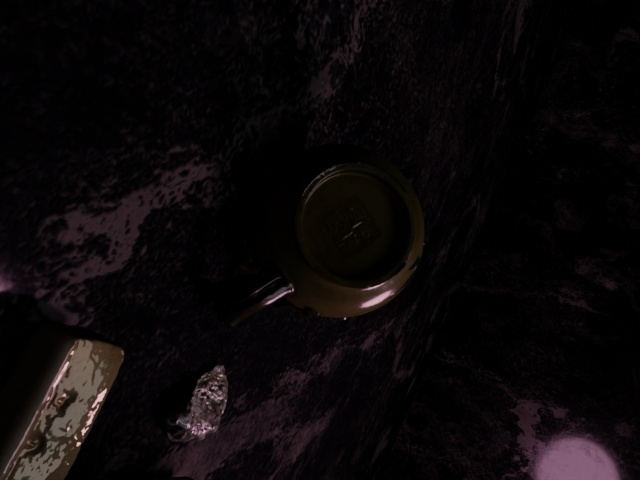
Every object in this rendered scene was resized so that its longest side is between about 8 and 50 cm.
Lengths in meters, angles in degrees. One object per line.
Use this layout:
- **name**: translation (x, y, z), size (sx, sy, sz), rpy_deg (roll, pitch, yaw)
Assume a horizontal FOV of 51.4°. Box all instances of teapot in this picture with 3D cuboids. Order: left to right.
- **teapot**: translation (0.000, 0.000, 0.691), size (0.269, 0.173, 0.182), rpy_deg (-37, -174, -14)

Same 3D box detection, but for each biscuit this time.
- **biscuit**: translation (-0.198, 0.142, 0.428), size (0.188, 0.052, 0.056), rpy_deg (-64, 146, -12)

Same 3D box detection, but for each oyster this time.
- **oyster**: translation (-0.122, 0.175, 0.706), size (0.100, 0.037, 0.098), rpy_deg (-53, 158, -37)

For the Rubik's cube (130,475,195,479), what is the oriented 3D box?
- **Rubik's cube**: translation (-0.121, 0.406, 0.546), size (0.318, 0.316, 0.313), rpy_deg (-63, 163, -11)
